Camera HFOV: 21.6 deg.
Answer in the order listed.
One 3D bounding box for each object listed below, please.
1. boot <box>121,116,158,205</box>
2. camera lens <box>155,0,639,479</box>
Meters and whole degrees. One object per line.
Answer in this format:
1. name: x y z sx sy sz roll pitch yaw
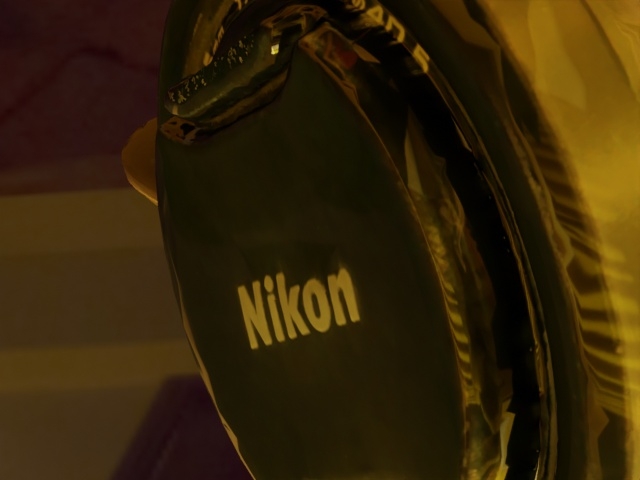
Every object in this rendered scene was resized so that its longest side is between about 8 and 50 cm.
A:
1. boot: 0.000 0.000 1.172 0.115 0.305 0.112 91 -157 -52
2. camera lens: 0.109 -0.022 0.460 0.219 0.274 0.219 40 139 46
